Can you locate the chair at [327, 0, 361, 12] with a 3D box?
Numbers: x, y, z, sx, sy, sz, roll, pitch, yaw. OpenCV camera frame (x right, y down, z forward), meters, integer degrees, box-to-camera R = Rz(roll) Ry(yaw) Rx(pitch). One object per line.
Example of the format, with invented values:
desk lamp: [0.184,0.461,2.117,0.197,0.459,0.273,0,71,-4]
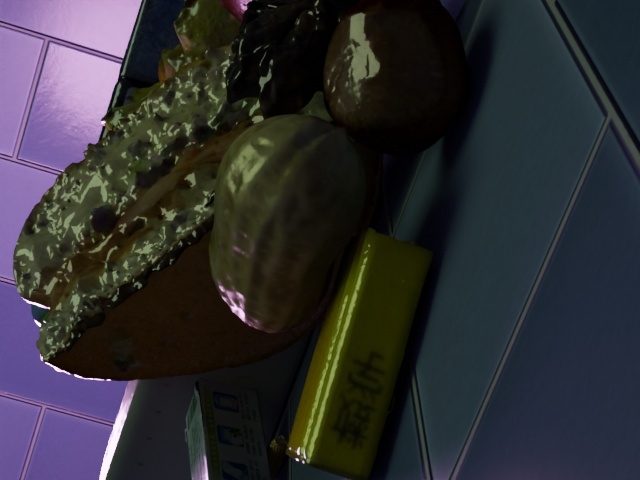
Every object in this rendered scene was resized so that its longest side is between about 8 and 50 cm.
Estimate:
chair: [0.089,-0.350,1.516,0.260,0.154,0.141,-64,4,-22]

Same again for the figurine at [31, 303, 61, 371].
figurine: [-0.251,0.041,1.950,0.263,0.143,0.162,-59,8,-33]

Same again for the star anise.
star anise: [0.015,-0.208,1.589,0.109,0.223,0.236,82,-166,-49]

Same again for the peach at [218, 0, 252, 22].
peach: [-0.002,-0.426,1.888,0.406,0.310,0.335,119,162,-51]

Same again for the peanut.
peanut: [-0.035,-0.008,1.473,0.305,0.147,0.147,104,176,-52]

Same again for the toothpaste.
toothpaste: [-0.101,0.277,1.784,0.336,0.081,0.067,-105,31,-60]

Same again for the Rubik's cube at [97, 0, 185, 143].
Rubik's cube: [-0.170,-0.186,2.442,0.316,0.313,0.318,160,126,-80]

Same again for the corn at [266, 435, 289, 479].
corn: [-0.058,0.259,1.853,0.028,0.027,0.083,-52,-9,-46]

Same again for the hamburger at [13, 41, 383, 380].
hamburger: [-0.111,-0.010,1.764,0.445,0.287,0.268,-40,44,1]

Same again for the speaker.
speaker: [-0.151,0.196,2.041,0.183,0.184,0.406,-96,24,-66]

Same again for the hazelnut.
hazelnut: [0.077,-0.155,1.461,0.143,0.143,0.154,177,91,-81]

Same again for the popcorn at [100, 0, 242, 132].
popcorn: [-0.130,-0.157,2.119,0.325,0.290,0.321,-22,-14,-41]

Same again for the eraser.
eraser: [0.034,0.105,1.425,0.158,0.069,0.226,156,130,-81]
